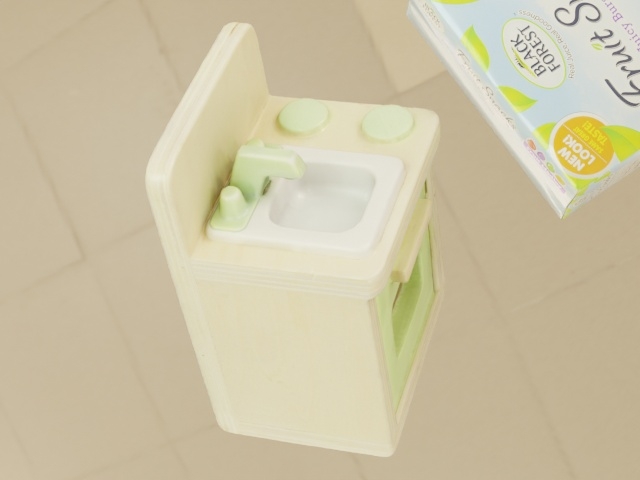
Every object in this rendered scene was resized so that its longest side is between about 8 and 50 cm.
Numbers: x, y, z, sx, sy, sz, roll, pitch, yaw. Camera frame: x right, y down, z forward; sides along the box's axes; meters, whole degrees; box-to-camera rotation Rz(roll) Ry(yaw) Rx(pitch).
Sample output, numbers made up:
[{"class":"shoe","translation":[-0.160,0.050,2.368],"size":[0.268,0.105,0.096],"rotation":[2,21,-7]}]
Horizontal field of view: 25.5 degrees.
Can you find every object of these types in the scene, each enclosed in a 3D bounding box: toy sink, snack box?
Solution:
[{"class":"toy sink","translation":[0.000,0.000,0.883],"size":[0.131,0.153,0.234],"rotation":[6,136,17]},{"class":"snack box","translation":[0.187,-0.143,0.890],"size":[0.207,0.070,0.174],"rotation":[-35,78,-7]}]
